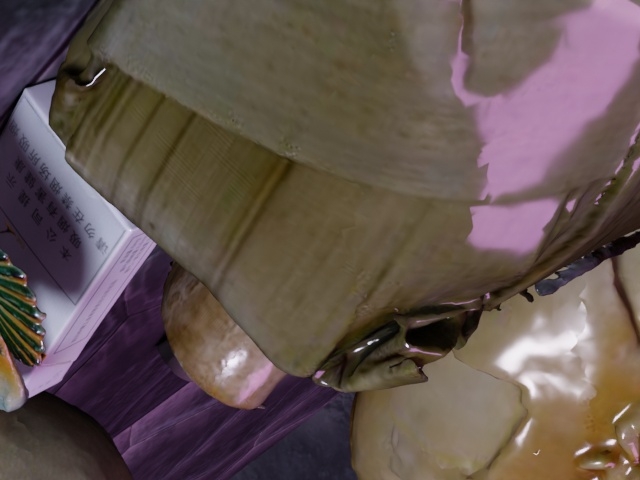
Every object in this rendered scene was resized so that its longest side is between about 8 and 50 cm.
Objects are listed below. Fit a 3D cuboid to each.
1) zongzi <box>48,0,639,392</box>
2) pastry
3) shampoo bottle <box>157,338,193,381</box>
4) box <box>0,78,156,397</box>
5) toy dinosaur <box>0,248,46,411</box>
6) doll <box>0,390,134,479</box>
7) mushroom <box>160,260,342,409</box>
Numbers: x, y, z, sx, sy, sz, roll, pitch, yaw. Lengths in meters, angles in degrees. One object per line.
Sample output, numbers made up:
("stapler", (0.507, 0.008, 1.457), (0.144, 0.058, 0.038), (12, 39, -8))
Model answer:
("zongzi", (0.183, -0.190, 0.548), (0.500, 0.218, 0.467), (-26, 163, -50))
("pastry", (0.202, 0.066, 0.896), (0.409, 0.245, 0.409), (-44, 159, -21))
("shampoo bottle", (-0.050, 0.042, 1.151), (0.212, 0.049, 0.072), (-43, 151, 25))
("box", (-0.131, 0.003, 0.651), (0.040, 0.084, 0.154), (-28, 164, -47))
("toy dinosaur", (-0.144, 0.007, 0.569), (0.044, 0.106, 0.187), (-30, 166, -40))
("doll", (-0.264, 0.227, 0.809), (0.349, 0.247, 0.247), (-38, 171, 28))
("mushroom", (0.000, 0.000, 0.933), (0.151, 0.156, 0.286), (-58, 174, 25))
